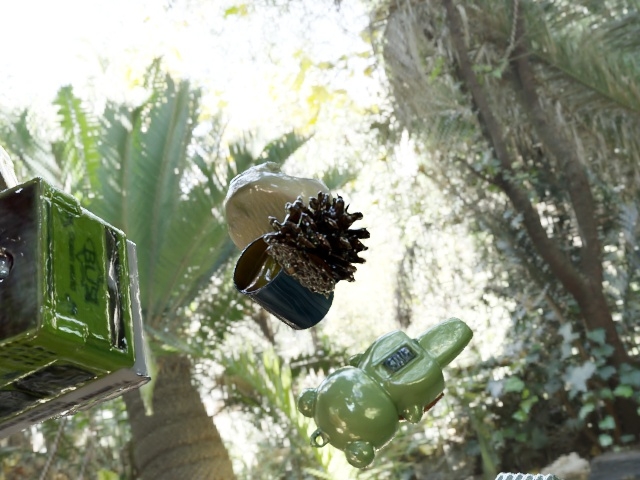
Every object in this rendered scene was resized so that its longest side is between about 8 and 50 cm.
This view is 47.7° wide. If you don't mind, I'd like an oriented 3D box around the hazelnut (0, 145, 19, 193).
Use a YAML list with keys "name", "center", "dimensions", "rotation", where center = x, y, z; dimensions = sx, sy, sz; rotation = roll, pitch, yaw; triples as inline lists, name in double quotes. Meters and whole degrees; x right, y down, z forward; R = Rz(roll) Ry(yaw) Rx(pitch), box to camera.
- name: "hazelnut"
  center: [-0.580, -0.028, 0.993]
  dimensions: [0.359, 0.359, 0.409]
  rotation: [-6, 3, -21]

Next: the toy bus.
- name: "toy bus"
  center: [-0.239, 0.082, 0.434]
  dimensions: [0.302, 0.113, 0.139]
  rotation: [-25, -31, 19]

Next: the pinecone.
- name: "pinecone"
  center: [0.001, 0.001, 0.924]
  dimensions: [0.121, 0.140, 0.140]
  rotation: [-47, -8, -12]

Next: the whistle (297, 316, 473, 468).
- name: "whistle"
  center: [0.096, 0.191, 0.972]
  dimensions: [0.288, 0.131, 0.106]
  rotation: [-31, -36, -29]

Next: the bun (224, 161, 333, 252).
- name: "bun"
  center: [-0.069, -0.052, 1.313]
  dimensions: [0.210, 0.116, 0.237]
  rotation: [42, -47, -19]

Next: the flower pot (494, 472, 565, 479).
- name: "flower pot"
  center: [0.295, 0.437, 0.930]
  dimensions: [0.189, 0.209, 0.239]
  rotation: [-51, 4, -27]

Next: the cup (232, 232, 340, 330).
- name: "cup"
  center: [-0.044, 0.071, 1.179]
  dimensions: [0.150, 0.113, 0.138]
  rotation: [-3, -34, 41]
